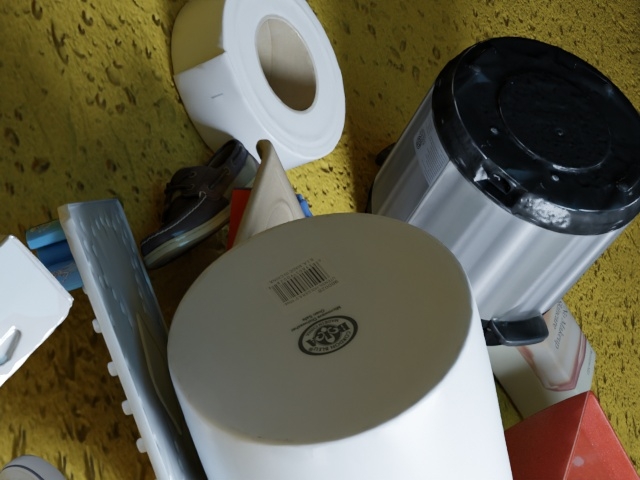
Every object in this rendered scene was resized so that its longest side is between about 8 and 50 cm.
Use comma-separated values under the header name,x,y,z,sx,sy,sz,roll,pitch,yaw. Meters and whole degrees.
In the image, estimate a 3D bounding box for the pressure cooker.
name,x,y,z,sx,sy,sz,roll,pitch,yaw
pressure cooker,0.267,-0.065,2.006,0.375,0.420,0.370,31,47,0

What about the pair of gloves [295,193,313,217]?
name,x,y,z,sx,sy,sz,roll,pitch,yaw
pair of gloves,0.000,0.000,1.829,0.159,0.023,0.198,57,-2,-8

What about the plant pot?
name,x,y,z,sx,sy,sz,roll,pitch,yaw
plant pot,0.352,0.438,2.032,0.267,0.235,0.267,59,34,-21

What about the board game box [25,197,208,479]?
name,x,y,z,sx,sy,sz,roll,pitch,yaw
board game box,-0.191,0.149,1.354,0.390,0.050,0.390,-129,-162,-87

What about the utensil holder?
name,x,y,z,sx,sy,sz,roll,pitch,yaw
utensil holder,0.035,0.212,1.344,0.385,0.327,0.327,75,23,-43

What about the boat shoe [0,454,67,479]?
name,x,y,z,sx,sy,sz,roll,pitch,yaw
boat shoe,-0.278,0.350,1.270,0.088,0.096,0.267,-18,98,-62

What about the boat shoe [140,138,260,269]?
name,x,y,z,sx,sy,sz,roll,pitch,yaw
boat shoe,-0.157,-0.052,1.643,0.092,0.103,0.285,56,35,-7

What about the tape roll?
name,x,y,z,sx,sy,sz,roll,pitch,yaw
tape roll,-0.085,-0.237,1.835,0.286,0.100,0.286,30,51,-47

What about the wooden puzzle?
name,x,y,z,sx,sy,sz,roll,pitch,yaw
wooden puzzle,-0.076,0.098,1.618,0.322,0.080,0.348,66,29,-52

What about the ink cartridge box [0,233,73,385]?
name,x,y,z,sx,sy,sz,roll,pitch,yaw
ink cartridge box,-0.342,0.076,1.146,0.158,0.218,0.092,-50,119,-25

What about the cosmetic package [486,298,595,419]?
name,x,y,z,sx,sy,sz,roll,pitch,yaw
cosmetic package,0.364,0.159,2.285,0.296,0.129,0.153,54,35,-26
